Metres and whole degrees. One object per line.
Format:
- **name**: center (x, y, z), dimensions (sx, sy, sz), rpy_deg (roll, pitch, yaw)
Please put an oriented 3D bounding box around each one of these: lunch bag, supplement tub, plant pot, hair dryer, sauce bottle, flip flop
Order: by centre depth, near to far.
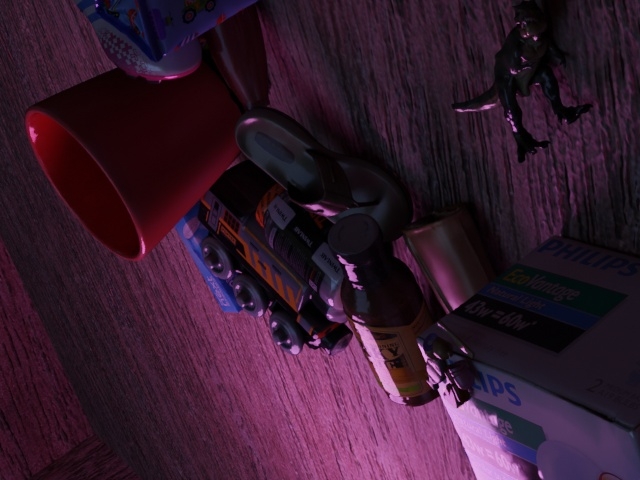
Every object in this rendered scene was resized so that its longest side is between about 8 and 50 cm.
- **lunch bag**: center (-0.169, -0.400, 1.680), dimensions (0.138, 0.221, 0.293), rpy_deg (40, 154, 32)
- **flip flop**: center (-0.004, -0.081, 1.879), dimensions (0.277, 0.080, 0.112), rpy_deg (34, 123, 9)
- **sauce bottle**: center (0.089, 0.095, 1.922), dimensions (0.111, 0.111, 0.344), rpy_deg (35, 161, 41)
- **hair dryer**: center (-0.150, -0.299, 1.970), dimensions (0.293, 0.080, 0.223), rpy_deg (56, 157, 24)
- **supplement tub**: center (0.000, 0.000, 2.030), dimensions (0.190, 0.117, 0.117), rpy_deg (44, 155, 24)
- **plant pot**: center (-0.261, -0.146, 2.102), dimensions (0.275, 0.243, 0.275), rpy_deg (41, 154, 25)

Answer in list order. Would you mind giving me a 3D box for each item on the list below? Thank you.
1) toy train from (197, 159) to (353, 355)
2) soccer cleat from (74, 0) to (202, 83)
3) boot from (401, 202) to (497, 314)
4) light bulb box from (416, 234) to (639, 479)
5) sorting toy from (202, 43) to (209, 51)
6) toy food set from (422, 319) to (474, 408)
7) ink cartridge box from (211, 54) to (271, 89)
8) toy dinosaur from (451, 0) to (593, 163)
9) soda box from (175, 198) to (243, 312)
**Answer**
- **toy train**: center (-0.066, 0.029, 2.194), dimensions (0.334, 0.142, 0.190), rpy_deg (46, 146, 23)
- **soccer cleat**: center (-0.273, -0.335, 1.945), dimensions (0.331, 0.116, 0.143), rpy_deg (44, 152, 44)
- **boot**: center (0.183, 0.091, 1.838), dimensions (0.269, 0.089, 0.236), rpy_deg (60, 150, -7)
- **light bulb box**: center (0.338, 0.226, 1.511), dimensions (0.358, 0.225, 0.361), rpy_deg (19, 139, 57)
- **sorting toy**: center (-0.229, -0.299, 2.194), dimensions (0.229, 0.041, 0.307), rpy_deg (56, 152, -9)
- **toy food set**: center (0.135, 0.141, 1.492), dimensions (0.078, 0.019, 0.122), rpy_deg (44, 155, 31)
- **ink cartridge box**: center (-0.125, -0.247, 2.042), dimensions (0.115, 0.029, 0.063), rpy_deg (22, 147, 48)
- **toy dinosaur**: center (0.211, -0.155, 1.467), dimensions (0.118, 0.064, 0.268), rpy_deg (58, 161, 12)
- **soda box**: center (-0.185, 0.023, 2.504), dimensions (0.210, 0.067, 0.071), rpy_deg (60, 158, -13)
